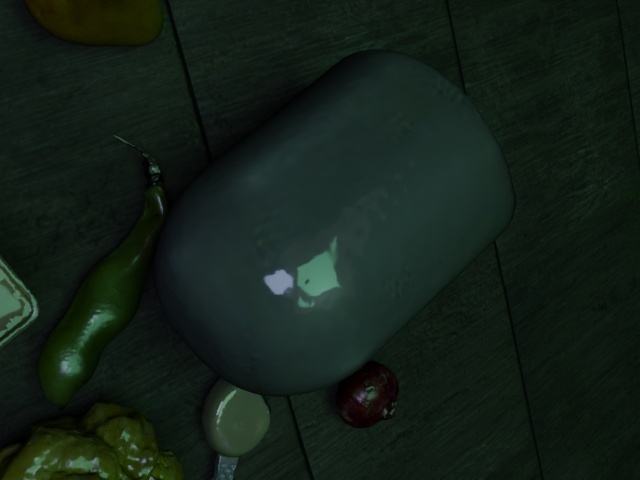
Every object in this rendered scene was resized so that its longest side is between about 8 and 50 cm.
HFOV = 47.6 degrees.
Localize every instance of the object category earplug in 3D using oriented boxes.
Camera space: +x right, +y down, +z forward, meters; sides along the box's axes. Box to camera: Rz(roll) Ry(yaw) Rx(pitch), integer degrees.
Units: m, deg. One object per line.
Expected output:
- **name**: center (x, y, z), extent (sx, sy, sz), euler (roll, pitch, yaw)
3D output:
- **earplug**: center (0.000, 0.000, 0.879), extent (0.394, 0.313, 0.312), euler (-43, 118, -25)

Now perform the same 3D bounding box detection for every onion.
- **onion**: center (0.074, 0.235, 1.095), extent (0.107, 0.097, 0.107), euler (-27, 131, -35)

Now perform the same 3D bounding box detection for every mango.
- **mango**: center (-0.249, -0.272, 0.802), extent (0.163, 0.089, 0.111), euler (-16, 116, -45)

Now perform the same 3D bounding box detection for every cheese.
- **cheese**: center (-0.115, 0.264, 0.979), extent (0.092, 0.047, 0.171), euler (-7, 98, -34)

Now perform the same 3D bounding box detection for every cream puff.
- **cream puff**: center (-0.246, 0.273, 0.807), extent (0.194, 0.195, 0.221), euler (-50, 125, -23)

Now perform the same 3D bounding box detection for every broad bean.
- **broad bean**: center (-0.251, 0.043, 0.853), extent (0.098, 0.056, 0.318), euler (21, 76, -31)

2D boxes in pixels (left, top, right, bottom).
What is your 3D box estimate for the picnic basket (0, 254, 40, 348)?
- **picnic basket**: center (-0.411, 0.019, 0.670), extent (0.165, 0.139, 0.266), euler (-44, 119, -26)
